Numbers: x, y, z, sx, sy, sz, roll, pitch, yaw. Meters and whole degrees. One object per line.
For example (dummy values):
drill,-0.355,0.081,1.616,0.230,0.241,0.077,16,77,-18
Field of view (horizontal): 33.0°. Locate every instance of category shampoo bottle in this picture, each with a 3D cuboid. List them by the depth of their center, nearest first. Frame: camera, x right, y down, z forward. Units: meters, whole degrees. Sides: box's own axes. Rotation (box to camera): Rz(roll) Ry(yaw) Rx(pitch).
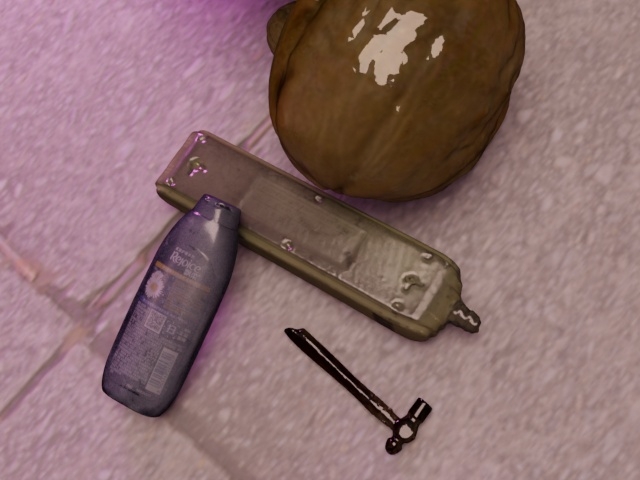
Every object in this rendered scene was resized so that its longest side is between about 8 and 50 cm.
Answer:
shampoo bottle,-0.150,0.065,1.123,0.087,0.049,0.233,25,93,16

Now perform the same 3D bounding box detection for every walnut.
walnut,0.080,-0.167,1.106,0.283,0.227,0.282,-2,95,-18
walnut,-0.018,-0.229,1.214,0.092,0.092,0.092,-3,72,8

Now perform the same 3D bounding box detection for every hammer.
hammer,0.033,0.143,1.119,0.178,0.021,0.065,40,81,21

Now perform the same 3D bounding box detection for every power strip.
power strip,0.000,0.000,1.149,0.388,0.066,0.092,29,77,19
